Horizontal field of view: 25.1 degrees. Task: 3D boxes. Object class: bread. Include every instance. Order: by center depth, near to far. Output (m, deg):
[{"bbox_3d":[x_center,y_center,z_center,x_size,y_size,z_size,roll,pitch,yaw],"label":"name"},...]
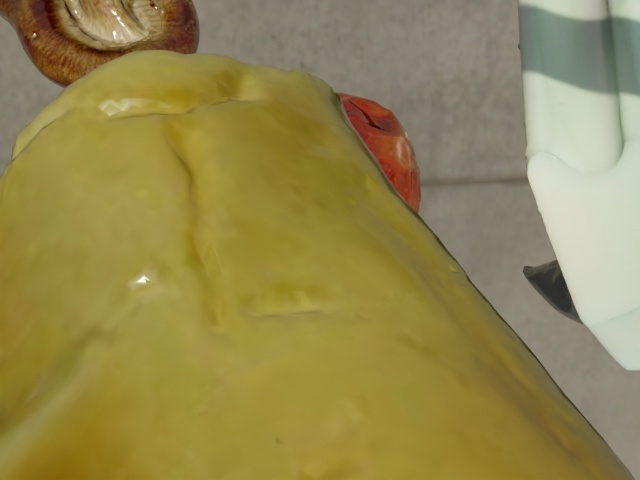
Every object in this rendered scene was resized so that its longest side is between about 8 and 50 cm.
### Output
[{"bbox_3d":[-0.039,0.155,0.430,0.210,0.341,0.300,-3,140,-45],"label":"bread"}]

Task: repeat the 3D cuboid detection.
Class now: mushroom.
[{"bbox_3d":[-0.194,-0.236,1.125,0.148,0.227,0.217,-36,147,-21],"label":"mushroom"}]

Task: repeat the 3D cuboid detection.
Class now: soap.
[{"bbox_3d":[0.204,-0.079,0.961,0.095,0.289,0.173,-17,140,26],"label":"soap"}]

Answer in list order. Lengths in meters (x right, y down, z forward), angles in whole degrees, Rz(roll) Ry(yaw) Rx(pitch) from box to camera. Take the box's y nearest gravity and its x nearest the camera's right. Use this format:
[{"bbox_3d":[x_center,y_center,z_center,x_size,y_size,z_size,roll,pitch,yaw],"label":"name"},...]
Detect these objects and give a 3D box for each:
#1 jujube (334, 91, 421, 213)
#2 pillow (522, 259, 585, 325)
[{"bbox_3d":[0.000,0.000,1.239,0.174,0.250,0.174,11,167,3],"label":"jujube"},{"bbox_3d":[0.303,0.052,1.376,0.169,0.059,0.255,24,164,-10],"label":"pillow"}]
